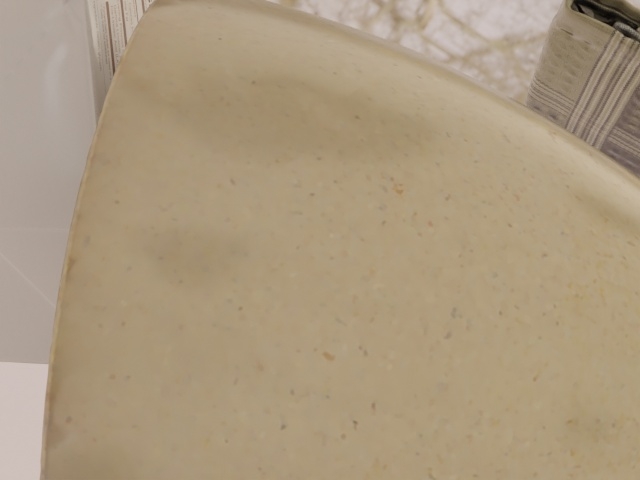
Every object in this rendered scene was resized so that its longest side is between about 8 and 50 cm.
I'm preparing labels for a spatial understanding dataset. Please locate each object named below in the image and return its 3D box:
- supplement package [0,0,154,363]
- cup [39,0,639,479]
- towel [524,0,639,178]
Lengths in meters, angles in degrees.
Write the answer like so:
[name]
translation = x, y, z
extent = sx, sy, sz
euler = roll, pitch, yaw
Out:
[supplement package]
translation = -0.218, -0.051, 0.729
extent = 0.262, 0.204, 0.145
euler = 1, -165, 13
[cup]
translation = 0.040, 0.059, 0.577
extent = 0.237, 0.331, 0.331
euler = 5, -143, 5
[towel]
translation = 0.329, -0.086, 1.100
extent = 0.312, 0.324, 0.056
euler = 31, -102, 8
